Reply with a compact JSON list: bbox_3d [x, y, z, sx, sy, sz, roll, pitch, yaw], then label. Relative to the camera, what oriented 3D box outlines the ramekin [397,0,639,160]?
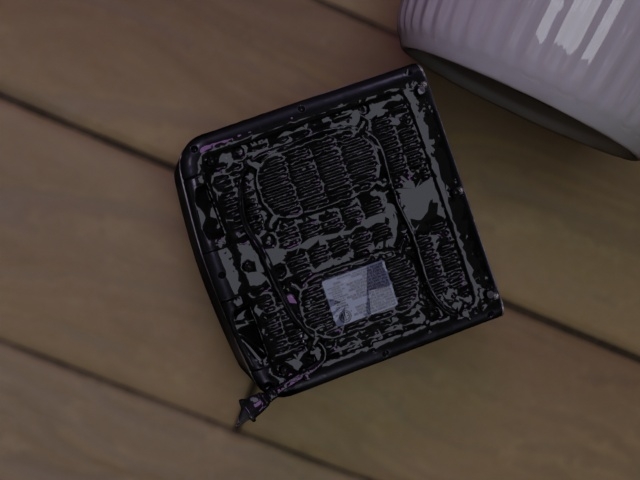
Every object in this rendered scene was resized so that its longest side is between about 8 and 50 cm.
[{"bbox_3d":[0.144,-0.132,0.803,0.207,0.207,0.109,26,94,-9],"label":"ramekin"}]

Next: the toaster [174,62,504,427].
[{"bbox_3d":[0.000,0.000,0.816,0.185,0.110,0.168,-20,92,-10],"label":"toaster"}]
